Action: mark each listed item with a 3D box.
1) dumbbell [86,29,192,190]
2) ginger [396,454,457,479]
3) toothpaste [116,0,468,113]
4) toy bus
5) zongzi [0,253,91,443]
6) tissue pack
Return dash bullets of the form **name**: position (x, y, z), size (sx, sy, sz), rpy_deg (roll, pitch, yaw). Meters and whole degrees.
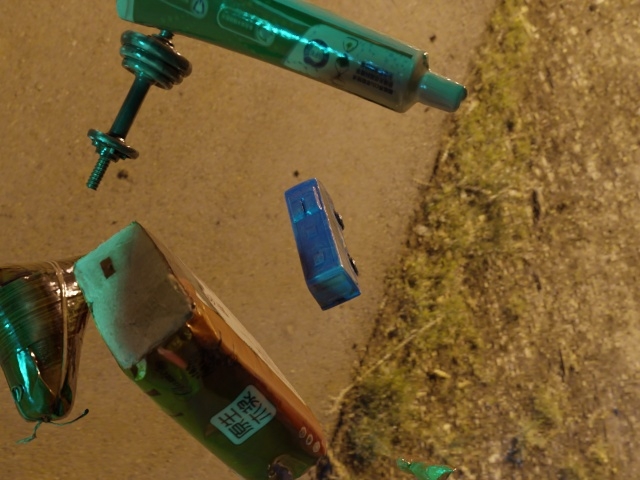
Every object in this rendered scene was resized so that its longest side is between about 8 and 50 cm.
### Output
- **dumbbell**: position (-0.271, -0.188, 1.080), size (0.110, 0.110, 0.254), rpy_deg (26, 87, -28)
- **ginger**: position (0.185, 0.412, 1.355), size (0.057, 0.137, 0.044), rpy_deg (-13, 100, -42)
- **toothpaste**: position (-0.038, -0.207, 0.753), size (0.392, 0.099, 0.061), rpy_deg (25, 28, 15)
- **toy bus**: position (0.002, -0.002, 1.190), size (0.236, 0.079, 0.094), rpy_deg (-106, 175, -45)
- **zongzi**: position (-0.267, 0.102, 0.827), size (0.184, 0.084, 0.187), rpy_deg (-11, 72, -48)
- **tissue pack**: position (-0.103, 0.106, 0.677), size (0.092, 0.183, 0.226), rpy_deg (-38, 129, -6)
